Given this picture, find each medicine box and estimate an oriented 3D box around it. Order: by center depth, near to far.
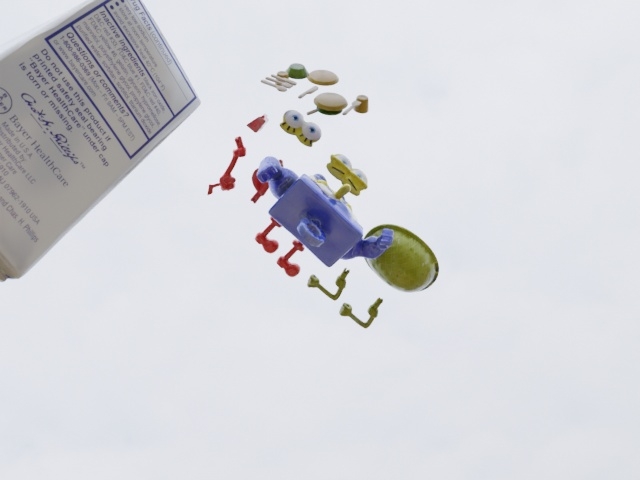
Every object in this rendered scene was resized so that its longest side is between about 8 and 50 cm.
[{"bbox_3d":[-0.320,-0.107,0.588,0.263,0.289,0.149,-3,-51,36],"label":"medicine box"}]

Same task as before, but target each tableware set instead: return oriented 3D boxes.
[{"bbox_3d":[-0.002,-0.215,0.825,0.154,0.104,0.024,26,-45,21],"label":"tableware set"}]

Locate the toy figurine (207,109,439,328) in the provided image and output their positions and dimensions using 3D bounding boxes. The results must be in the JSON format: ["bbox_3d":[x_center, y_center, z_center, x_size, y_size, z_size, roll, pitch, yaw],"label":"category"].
[{"bbox_3d":[0.000,0.000,0.764,0.191,0.217,0.362,-44,-82,13],"label":"toy figurine"}]
